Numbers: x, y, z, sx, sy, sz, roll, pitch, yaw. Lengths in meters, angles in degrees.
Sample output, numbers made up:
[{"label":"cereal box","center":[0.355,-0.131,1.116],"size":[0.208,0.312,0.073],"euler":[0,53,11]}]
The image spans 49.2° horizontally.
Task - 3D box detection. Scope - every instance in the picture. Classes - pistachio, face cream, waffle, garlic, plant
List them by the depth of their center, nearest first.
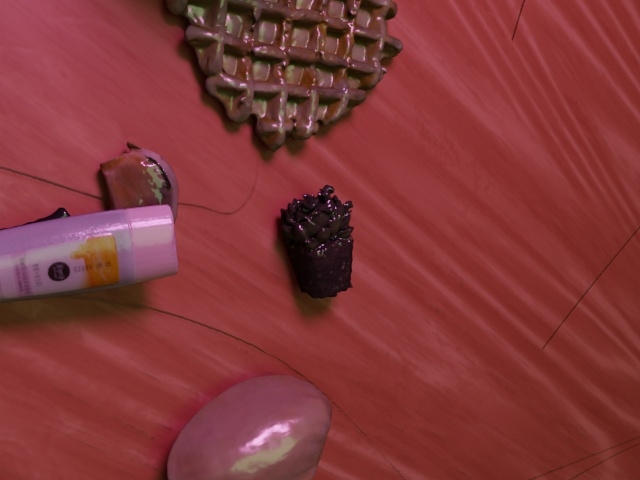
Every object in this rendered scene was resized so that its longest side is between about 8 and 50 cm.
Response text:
[{"label":"face cream","center":[-0.246,0.016,0.707],"size":[0.198,0.057,0.084],"euler":[-10,116,-20]},{"label":"garlic","center":[-0.199,-0.036,0.786],"size":[0.084,0.066,0.152],"euler":[-6,99,-6]},{"label":"waffle","center":[-0.030,-0.282,0.865],"size":[0.309,0.056,0.292],"euler":[-42,118,-21]},{"label":"pistachio","center":[-0.083,0.255,0.868],"size":[0.223,0.126,0.152],"euler":[-26,77,-24]},{"label":"plant","center":[0.000,0.000,0.907],"size":[0.094,0.092,0.143],"euler":[-21,116,-23]}]

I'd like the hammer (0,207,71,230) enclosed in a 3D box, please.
[{"label":"hammer","center":[-0.349,0.012,0.708],"size":[0.201,0.021,0.078],"euler":[-20,108,-30]}]
